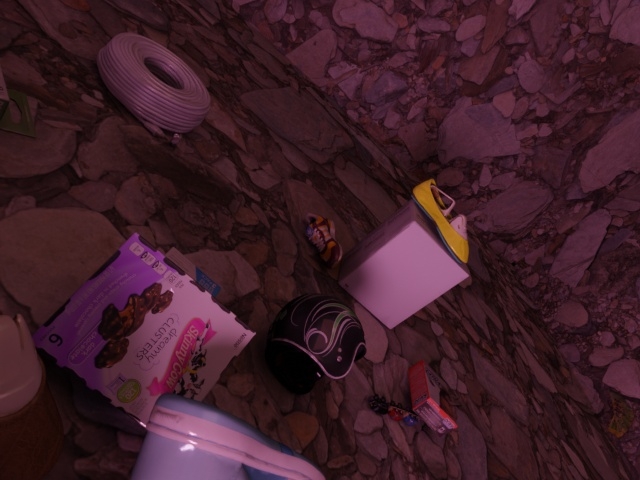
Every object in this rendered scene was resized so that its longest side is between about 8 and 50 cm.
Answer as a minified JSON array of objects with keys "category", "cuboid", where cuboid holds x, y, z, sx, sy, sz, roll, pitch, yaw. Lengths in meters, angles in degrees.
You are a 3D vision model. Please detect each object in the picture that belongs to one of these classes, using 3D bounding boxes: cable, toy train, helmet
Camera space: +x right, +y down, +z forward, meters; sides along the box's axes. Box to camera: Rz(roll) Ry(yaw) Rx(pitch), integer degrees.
[{"category":"cable","cuboid":[-0.377,-0.364,0.995,0.257,0.089,0.257,40,28,-18]},{"category":"toy train","cuboid":[0.160,0.364,0.918,0.158,0.027,0.036,31,33,-32]},{"category":"helmet","cuboid":[-0.004,0.176,0.769,0.169,0.169,0.161,48,43,-3]}]

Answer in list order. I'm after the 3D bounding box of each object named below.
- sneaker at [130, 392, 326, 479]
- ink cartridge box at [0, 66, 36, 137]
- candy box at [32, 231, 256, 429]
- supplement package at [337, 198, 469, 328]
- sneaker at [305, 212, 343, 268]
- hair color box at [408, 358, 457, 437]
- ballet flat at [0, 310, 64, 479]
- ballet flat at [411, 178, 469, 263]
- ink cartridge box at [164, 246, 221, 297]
[{"category":"sneaker","cuboid":[-0.112,0.323,0.482,0.319,0.127,0.208,53,47,-41]},{"category":"ink cartridge box","cuboid":[-0.525,-0.233,0.625,0.209,0.062,0.109,7,47,-54]},{"category":"candy box","cuboid":[-0.209,0.117,0.535,0.196,0.070,0.165,43,70,-12]},{"category":"supplement package","cuboid":[0.212,0.065,1.130,0.204,0.262,0.145,42,27,-13]},{"category":"sneaker","cuboid":[0.000,0.000,1.126,0.083,0.070,0.185,23,29,-27]},{"category":"hair color box","cuboid":[0.258,0.363,1.008,0.093,0.053,0.167,47,16,-5]},{"category":"ballet flat","cuboid":[-0.353,0.075,0.410,0.342,0.124,0.116,52,25,6]},{"category":"ballet flat","cuboid":[0.307,-0.056,1.051,0.077,0.077,0.231,7,48,-54]},{"category":"ink cartridge box","cuboid":[-0.232,0.101,0.628,0.104,0.061,0.181,43,27,-12]}]
